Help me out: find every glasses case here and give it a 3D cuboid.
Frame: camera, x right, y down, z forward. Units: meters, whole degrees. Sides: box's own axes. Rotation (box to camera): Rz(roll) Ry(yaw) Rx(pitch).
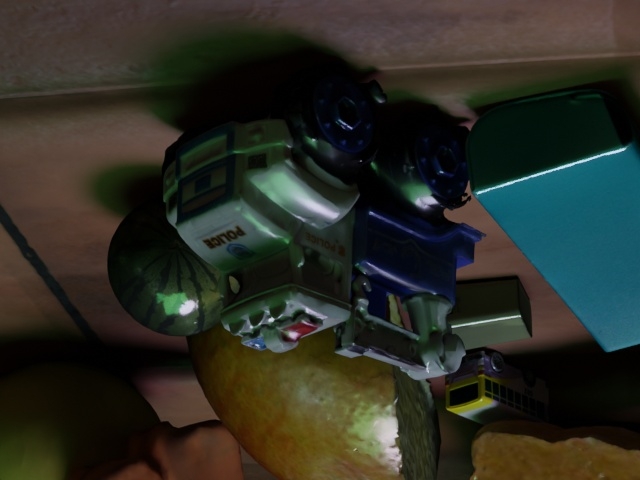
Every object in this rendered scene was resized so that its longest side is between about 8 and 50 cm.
[{"bbox_3d":[0.212,-0.012,1.278,0.117,0.070,0.301,-16,148,20],"label":"glasses case"}]

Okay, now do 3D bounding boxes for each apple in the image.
[{"bbox_3d":[0.012,0.136,1.526,0.179,0.254,0.346,-40,153,-8],"label":"apple"}]

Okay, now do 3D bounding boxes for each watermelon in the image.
[{"bbox_3d":[-0.107,0.024,1.319,0.105,0.105,0.133,4,154,-5],"label":"watermelon"}]

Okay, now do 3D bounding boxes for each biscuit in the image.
[{"bbox_3d":[0.252,0.285,1.563,0.376,0.269,0.051,3,-159,32],"label":"biscuit"}]

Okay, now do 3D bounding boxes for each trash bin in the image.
[{"bbox_3d":[0.126,0.062,1.462,0.092,0.043,0.061,-9,152,14],"label":"trash bin"}]

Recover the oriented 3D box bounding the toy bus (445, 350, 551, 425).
[{"bbox_3d":[0.163,0.142,1.602,0.052,0.058,0.102,-21,146,40],"label":"toy bus"}]

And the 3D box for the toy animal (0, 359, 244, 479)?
[{"bbox_3d":[-0.255,0.208,1.623,0.338,0.191,0.216,-11,-169,43],"label":"toy animal"}]

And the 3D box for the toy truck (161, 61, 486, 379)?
[{"bbox_3d":[0.000,0.000,1.182,0.213,0.177,0.161,22,149,-37],"label":"toy truck"}]
